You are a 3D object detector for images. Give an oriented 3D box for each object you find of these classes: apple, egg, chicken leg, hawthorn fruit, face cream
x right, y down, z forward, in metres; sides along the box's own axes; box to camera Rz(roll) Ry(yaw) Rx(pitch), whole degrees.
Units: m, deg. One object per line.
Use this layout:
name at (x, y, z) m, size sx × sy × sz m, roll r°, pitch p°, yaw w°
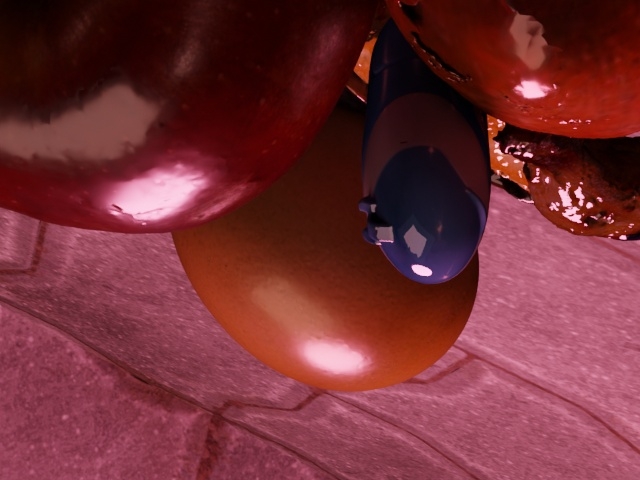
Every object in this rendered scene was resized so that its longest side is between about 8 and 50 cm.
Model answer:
apple at (-0.107, -0.139, 0.854) m, size 0.288 × 0.288 × 0.317 m, roll 21°, pitch -176°, yaw 9°
egg at (0.000, 0.000, 1.439) m, size 0.322 × 0.250 × 0.250 m, roll 37°, pitch 157°, yaw -17°
chicken leg at (0.251, -0.053, 1.117) m, size 0.323 × 0.083 × 0.177 m, roll -1°, pitch 161°, yaw -17°
hawthorn fruit at (0.158, -0.154, 0.936) m, size 0.211 × 0.211 × 0.299 m, roll 12°, pitch 162°, yaw 31°
face cream at (0.070, -0.065, 1.013) m, size 0.083 × 0.264 × 0.149 m, roll -8°, pitch 117°, yaw 9°

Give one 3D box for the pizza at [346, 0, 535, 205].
pizza at (0.108, -0.149, 1.197) m, size 0.251 × 0.074 × 0.287 m, roll 22°, pitch 153°, yaw 12°
